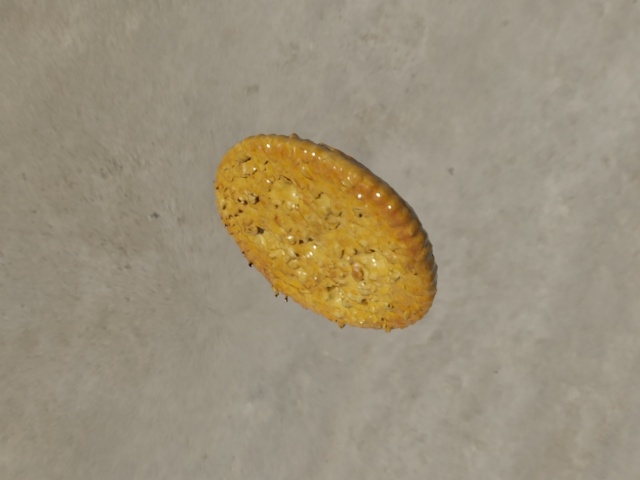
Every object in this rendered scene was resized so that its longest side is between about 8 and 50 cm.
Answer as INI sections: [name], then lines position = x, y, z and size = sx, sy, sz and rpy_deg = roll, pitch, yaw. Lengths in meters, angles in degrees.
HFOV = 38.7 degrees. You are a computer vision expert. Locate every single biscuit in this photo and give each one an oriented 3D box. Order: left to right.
[biscuit]
position = 0.000, 0.000, 0.891
size = 0.254, 0.254, 0.035
rpy_deg = 39, 56, -3
